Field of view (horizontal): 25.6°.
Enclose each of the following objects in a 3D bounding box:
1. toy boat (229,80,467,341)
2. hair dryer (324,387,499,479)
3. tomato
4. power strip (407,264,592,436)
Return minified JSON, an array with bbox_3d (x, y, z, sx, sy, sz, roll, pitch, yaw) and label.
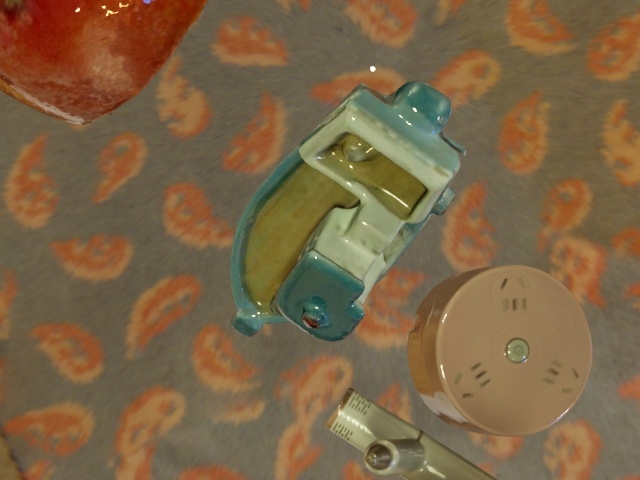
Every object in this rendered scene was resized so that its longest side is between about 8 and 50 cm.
[{"bbox_3d":[0.000,0.000,0.786,0.088,0.102,0.215,35,141,-7],"label":"toy boat"},{"bbox_3d":[0.071,0.176,1.079,0.155,0.183,0.044,30,92,4],"label":"hair dryer"},{"bbox_3d":[-0.233,-0.272,1.094,0.338,0.144,0.338,-1,87,24],"label":"tomato"},{"bbox_3d":[0.159,0.098,1.239,0.154,0.078,0.154,2,83,-17],"label":"power strip"}]
